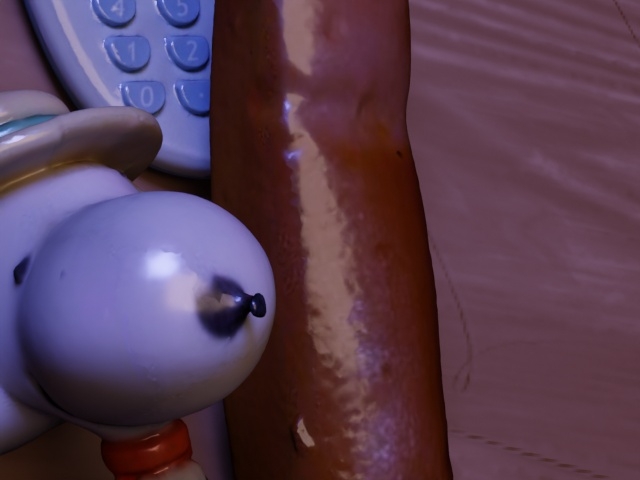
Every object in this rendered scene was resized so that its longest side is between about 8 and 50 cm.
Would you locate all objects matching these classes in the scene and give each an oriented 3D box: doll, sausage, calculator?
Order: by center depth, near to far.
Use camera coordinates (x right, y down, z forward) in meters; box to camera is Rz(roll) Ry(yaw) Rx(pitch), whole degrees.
[{"bbox_3d":[-0.097,0.081,0.579,0.144,0.208,0.271,-19,122,-33],"label":"doll"},{"bbox_3d":[-0.001,0.000,0.656,0.097,0.094,0.348,-1,84,-46],"label":"sausage"},{"bbox_3d":[-0.074,-0.179,0.717,0.188,0.042,0.303,-5,79,-30],"label":"calculator"}]
